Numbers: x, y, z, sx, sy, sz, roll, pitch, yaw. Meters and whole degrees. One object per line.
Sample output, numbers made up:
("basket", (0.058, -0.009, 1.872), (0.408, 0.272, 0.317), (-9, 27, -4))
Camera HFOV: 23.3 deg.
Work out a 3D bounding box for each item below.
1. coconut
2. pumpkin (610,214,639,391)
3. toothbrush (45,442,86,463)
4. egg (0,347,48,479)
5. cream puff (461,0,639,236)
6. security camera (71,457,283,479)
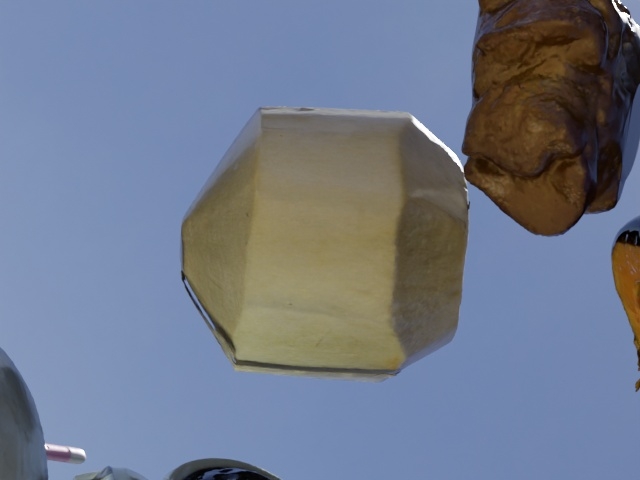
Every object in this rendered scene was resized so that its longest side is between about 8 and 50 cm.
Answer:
("coconut", (0.000, 0.000, 1.627), (0.323, 0.323, 0.323), (42, -31, 33))
("pumpkin", (0.425, 0.094, 1.447), (0.242, 0.232, 0.325), (-123, -169, -57))
("toothbrush", (-0.348, 0.218, 1.667), (0.286, 0.025, 0.020), (25, 28, -56))
("egg", (-0.319, 0.149, 1.177), (0.337, 0.201, 0.337), (28, -29, 17))
("cream puff", (0.213, -0.131, 1.389), (0.154, 0.269, 0.241), (4, -83, 13))
("security camera", (-0.107, 0.295, 1.399), (0.194, 0.236, 0.195), (180, -90, -79))
